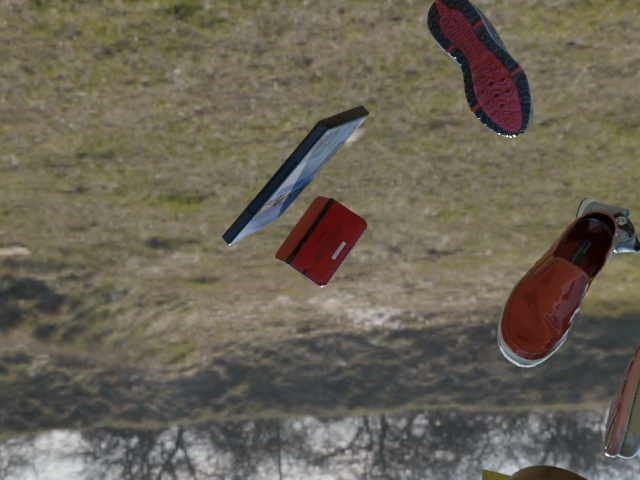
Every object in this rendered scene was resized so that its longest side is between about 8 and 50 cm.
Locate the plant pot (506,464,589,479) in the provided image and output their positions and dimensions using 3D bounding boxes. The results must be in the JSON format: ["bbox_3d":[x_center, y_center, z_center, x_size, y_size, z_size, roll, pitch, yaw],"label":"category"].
[{"bbox_3d":[0.306,0.495,1.309,0.229,0.263,0.263,-22,-174,-40],"label":"plant pot"}]

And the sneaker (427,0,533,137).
[{"bbox_3d":[0.283,-0.291,1.472,0.104,0.261,0.125,-31,170,31],"label":"sneaker"}]

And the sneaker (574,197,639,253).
[{"bbox_3d":[0.537,0.024,1.704,0.132,0.228,0.086,12,158,29],"label":"sneaker"}]

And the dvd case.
[{"bbox_3d":[-0.037,-0.103,1.386,0.253,0.022,0.180,-47,174,27],"label":"dvd case"}]

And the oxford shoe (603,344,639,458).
[{"bbox_3d":[0.600,0.233,1.519,0.147,0.397,0.140,28,141,21],"label":"oxford shoe"}]

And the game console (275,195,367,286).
[{"bbox_3d":[0.000,0.000,1.617,0.124,0.144,0.085,34,175,10],"label":"game console"}]

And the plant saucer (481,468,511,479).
[{"bbox_3d":[0.446,0.540,1.537,0.333,0.081,0.333,41,164,-7],"label":"plant saucer"}]

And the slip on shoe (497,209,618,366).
[{"bbox_3d":[0.413,0.074,1.550,0.123,0.331,0.101,34,160,16],"label":"slip on shoe"}]
